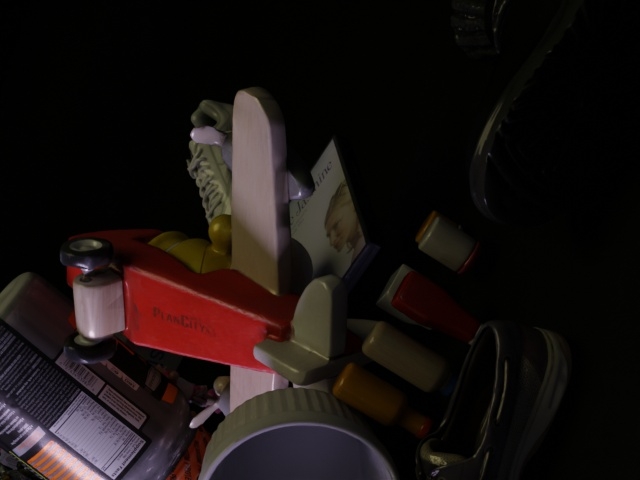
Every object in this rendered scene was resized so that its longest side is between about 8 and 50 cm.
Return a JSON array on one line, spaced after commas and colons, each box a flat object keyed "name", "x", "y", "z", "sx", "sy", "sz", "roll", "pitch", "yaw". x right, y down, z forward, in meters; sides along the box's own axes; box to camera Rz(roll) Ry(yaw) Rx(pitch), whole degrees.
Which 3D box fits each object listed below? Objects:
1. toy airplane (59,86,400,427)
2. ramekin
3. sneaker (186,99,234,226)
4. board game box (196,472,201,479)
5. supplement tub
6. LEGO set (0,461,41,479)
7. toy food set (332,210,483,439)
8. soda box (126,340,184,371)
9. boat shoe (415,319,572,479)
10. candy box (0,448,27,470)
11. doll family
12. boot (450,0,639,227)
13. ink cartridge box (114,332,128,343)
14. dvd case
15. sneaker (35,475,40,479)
[{"name": "toy airplane", "x": -0.075, "y": 0.066, "z": 1.712, "sx": 0.386, "sy": 0.384, "sz": 0.272, "roll": -39, "pitch": -3, "yaw": 35}, {"name": "ramekin", "x": -0.026, "y": 0.246, "z": 1.522, "sx": 0.207, "sy": 0.207, "sz": 0.109, "roll": -61, "pitch": 16, "yaw": 16}, {"name": "sneaker", "x": -0.137, "y": -0.080, "z": 2.137, "sx": 0.110, "sy": 0.118, "sz": 0.292, "roll": -44, "pitch": 34, "yaw": 39}, {"name": "board game box", "x": -0.154, "y": 0.355, "z": 1.844, "sx": 0.146, "sy": 0.045, "sz": 0.193, "roll": -66, "pitch": 13, "yaw": 4}, {"name": "supplement tub", "x": -0.297, "y": 0.203, "z": 1.852, "sx": 0.193, "sy": 0.316, "sz": 0.193, "roll": -46, "pitch": 13, "yaw": 13}, {"name": "LEGO set", "x": -0.380, "y": 0.439, "z": 1.951, "sx": 0.331, "sy": 0.255, "sz": 0.192, "roll": -68, "pitch": -9, "yaw": 16}, {"name": "toy food set", "x": 0.116, "y": 0.078, "z": 1.533, "sx": 0.232, "sy": 0.104, "sz": 0.111, "roll": -60, "pitch": 4, "yaw": -28}, {"name": "soda box", "x": -0.270, "y": 0.173, "z": 2.224, "sx": 0.286, "sy": 0.098, "sz": 0.091, "roll": -58, "pitch": 26, "yaw": 19}, {"name": "boat shoe", "x": 0.129, "y": 0.203, "z": 1.357, "sx": 0.285, "sy": 0.092, "sz": 0.103, "roll": -66, "pitch": 24, "yaw": 4}, {"name": "candy box", "x": -0.491, "y": 0.276, "z": 2.632, "sx": 0.233, "sy": 0.071, "sz": 0.159, "roll": -52, "pitch": 28, "yaw": 33}, {"name": "doll family", "x": -0.253, "y": 0.229, "z": 2.053, "sx": 0.263, "sy": 0.163, "sz": 0.118, "roll": -11, "pitch": 62, "yaw": 62}, {"name": "boot", "x": 0.197, "y": -0.180, "z": 1.488, "sx": 0.348, "sy": 0.131, "sz": 0.260, "roll": -60, "pitch": 30, "yaw": -8}, {"name": "ink cartridge box", "x": -0.289, "y": 0.109, "z": 2.160, "sx": 0.048, "sy": 0.028, "sz": 0.083, "roll": -53, "pitch": 32, "yaw": 27}, {"name": "dvd case", "x": 0.000, "y": 0.000, "z": 1.893, "sx": 0.180, "sy": 0.022, "sz": 0.253, "roll": -56, "pitch": 26, "yaw": 25}, {"name": "sneaker", "x": -0.322, "y": 0.330, "z": 2.018, "sx": 0.109, "sy": 0.286, "sz": 0.130, "roll": -42, "pitch": -21, "yaw": -14}]
